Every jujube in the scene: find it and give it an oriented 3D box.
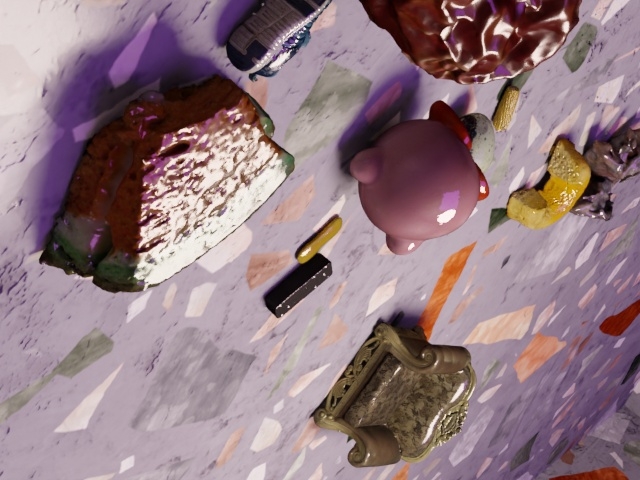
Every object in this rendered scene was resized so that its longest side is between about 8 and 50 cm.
[{"bbox_3d":[0.138,-0.327,1.225,0.276,0.276,0.377,-45,155,-13],"label":"jujube"}]

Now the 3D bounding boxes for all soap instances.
[{"bbox_3d":[0.000,0.000,1.750,0.089,0.012,0.034,-43,154,-17],"label":"soap"}]

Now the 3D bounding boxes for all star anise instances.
[{"bbox_3d":[0.563,-0.127,2.420,0.257,0.110,0.198,-24,144,-56],"label":"star anise"}]

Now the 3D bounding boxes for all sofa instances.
[{"bbox_3d":[0.145,0.282,2.181,0.258,0.182,0.200,-55,154,9],"label":"sofa"}]

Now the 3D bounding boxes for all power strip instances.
[{"bbox_3d":[-0.031,0.063,1.766,0.111,0.029,0.038,-39,153,-19],"label":"power strip"}]

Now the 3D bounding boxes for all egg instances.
[{"bbox_3d":[0.217,-0.137,1.843,0.085,0.085,0.110,-10,130,-55],"label":"egg"}]

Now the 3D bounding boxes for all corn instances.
[{"bbox_3d":[0.291,-0.205,1.947,0.028,0.027,0.083,-46,159,-52],"label":"corn"}]

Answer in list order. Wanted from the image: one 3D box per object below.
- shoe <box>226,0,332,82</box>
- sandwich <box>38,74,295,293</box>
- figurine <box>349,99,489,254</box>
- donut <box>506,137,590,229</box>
[{"bbox_3d":[-0.034,-0.228,1.321,0.143,0.064,0.071,-48,154,0],"label":"shoe"},{"bbox_3d":[-0.142,-0.074,1.294,0.292,0.109,0.212,-29,148,-39],"label":"sandwich"},{"bbox_3d":[0.132,-0.079,1.686,0.173,0.173,0.173,-39,153,-25],"label":"figurine"},{"bbox_3d":[0.426,-0.092,2.275,0.181,0.078,0.146,-49,153,0],"label":"donut"}]
